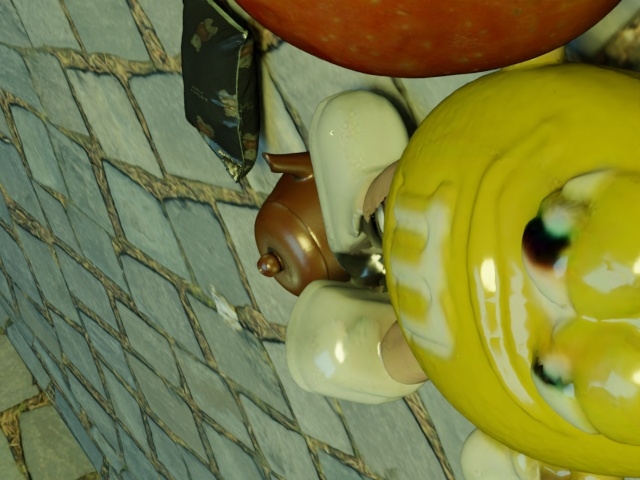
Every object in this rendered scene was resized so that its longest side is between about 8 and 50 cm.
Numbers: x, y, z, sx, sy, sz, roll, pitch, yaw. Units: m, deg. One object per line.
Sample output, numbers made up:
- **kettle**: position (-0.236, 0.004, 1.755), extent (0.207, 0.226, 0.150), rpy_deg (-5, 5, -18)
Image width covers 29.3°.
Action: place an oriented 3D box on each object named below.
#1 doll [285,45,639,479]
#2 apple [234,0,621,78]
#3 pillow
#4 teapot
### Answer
- **doll**: position (0.101, -0.008, 0.670), extent (0.348, 0.161, 0.423), rpy_deg (68, 151, 22)
- **apple**: position (0.038, -0.183, 0.469), extent (0.230, 0.230, 0.230), rpy_deg (42, 151, 31)
- **pillow**: position (-0.079, -0.128, 0.979), extent (0.090, 0.048, 0.150), rpy_deg (33, 142, 28)
- **teapot**: position (0.000, 0.000, 0.904), extent (0.116, 0.116, 0.173), rpy_deg (26, 140, 49)
